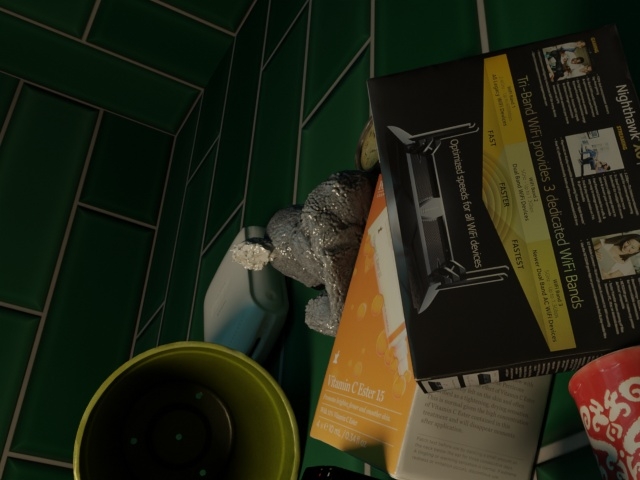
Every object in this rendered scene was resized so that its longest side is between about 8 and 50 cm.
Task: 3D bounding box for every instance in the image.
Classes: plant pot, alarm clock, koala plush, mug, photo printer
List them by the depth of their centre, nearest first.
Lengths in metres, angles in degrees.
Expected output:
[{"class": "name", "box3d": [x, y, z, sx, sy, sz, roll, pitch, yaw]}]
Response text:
[{"class": "mug", "box3d": [0.282, 0.190, 0.621, 0.113, 0.150, 0.169, -19, 50, 17]}, {"class": "koala plush", "box3d": [0.000, 0.000, 1.078, 0.221, 0.196, 0.203, 5, 119, 50]}, {"class": "alarm clock", "box3d": [0.119, -0.183, 1.322, 0.129, 0.064, 0.192, -9, 67, 66]}, {"class": "plant pot", "box3d": [-0.250, 0.376, 1.430, 0.353, 0.367, 0.366, 144, 141, -74]}, {"class": "photo printer", "box3d": [-0.165, 0.152, 1.664, 0.256, 0.107, 0.307, -58, 25, 29]}]

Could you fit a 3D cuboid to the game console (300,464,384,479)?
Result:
[{"class": "game console", "box3d": [0.118, 0.252, 0.710, 0.361, 0.213, 0.043, 137, 150, -65]}]

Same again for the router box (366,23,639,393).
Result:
[{"class": "router box", "box3d": [0.186, -0.031, 0.726, 0.081, 0.243, 0.308, 55, -154, -67]}]

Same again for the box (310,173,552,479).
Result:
[{"class": "box", "box3d": [0.144, 0.095, 0.897, 0.215, 0.168, 0.345, -7, 65, 66]}]
